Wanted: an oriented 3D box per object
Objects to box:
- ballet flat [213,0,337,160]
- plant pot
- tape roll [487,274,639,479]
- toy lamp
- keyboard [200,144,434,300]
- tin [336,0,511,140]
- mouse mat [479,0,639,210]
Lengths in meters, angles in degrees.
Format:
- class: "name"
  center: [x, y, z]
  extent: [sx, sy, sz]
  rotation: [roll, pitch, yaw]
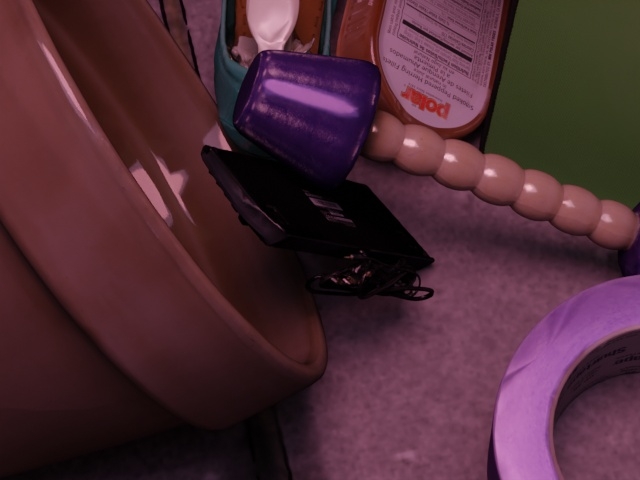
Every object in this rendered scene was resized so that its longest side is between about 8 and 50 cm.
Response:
- class: "ballet flat"
  center: [-0.023, -0.166, 1.020]
  extent: [0.083, 0.087, 0.247]
  rotation: [4, 54, -7]
- class: "plant pot"
  center: [-0.195, 0.003, 0.889]
  extent: [0.280, 0.323, 0.323]
  rotation: [-31, 67, 9]
- class: "tape roll"
  center: [0.188, 0.119, 0.911]
  extent: [0.189, 0.080, 0.189]
  rotation: [-1, 67, 3]
- class: "toy lamp"
  center: [0.084, -0.039, 0.934]
  extent: [0.275, 0.080, 0.080]
  rotation: [19, 67, -12]
- class: "keyboard"
  center: [0.000, 0.000, 0.930]
  extent: [0.038, 0.192, 0.100]
  rotation: [-48, 65, 17]
- class: "tin"
  center: [0.069, -0.146, 1.026]
  extent: [0.106, 0.040, 0.189]
  rotation: [23, 65, -26]
- class: "mouse mat"
  center: [0.178, -0.094, 0.954]
  extent: [0.153, 0.189, 0.007]
  rotation: [19, 42, 11]
